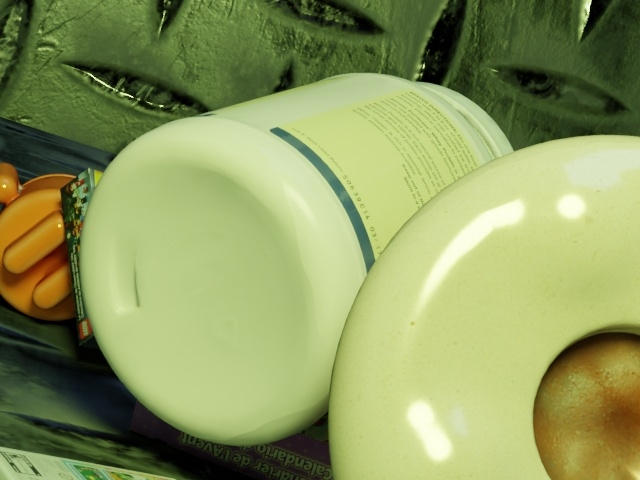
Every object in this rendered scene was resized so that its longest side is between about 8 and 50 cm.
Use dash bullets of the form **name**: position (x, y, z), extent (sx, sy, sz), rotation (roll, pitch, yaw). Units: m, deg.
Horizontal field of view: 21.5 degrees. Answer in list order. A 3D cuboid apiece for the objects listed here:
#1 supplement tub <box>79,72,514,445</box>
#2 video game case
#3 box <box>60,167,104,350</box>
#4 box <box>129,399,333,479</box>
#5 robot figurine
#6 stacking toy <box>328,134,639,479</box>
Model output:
- **supplement tub**: position (0.000, 0.000, 1.282), extent (0.235, 0.235, 0.325), rotation (23, 24, 26)
- **video game case**: position (-0.127, 0.174, 1.059), extent (0.143, 0.019, 0.157), rotation (16, 7, -29)
- **box**: position (-0.127, 0.039, 1.544), extent (0.044, 0.159, 0.233), rotation (-31, -34, 34)
- **box**: position (-0.014, 0.108, 1.404), extent (0.201, 0.057, 0.293), rotation (20, 23, 8)
- **robot figurine**: position (-0.251, 0.006, 1.610), extent (0.158, 0.128, 0.219), rotation (13, 9, -8)
- **stacking toy**: position (0.154, 0.143, 1.183), extent (0.350, 0.351, 0.480), rotation (19, -12, -4)
